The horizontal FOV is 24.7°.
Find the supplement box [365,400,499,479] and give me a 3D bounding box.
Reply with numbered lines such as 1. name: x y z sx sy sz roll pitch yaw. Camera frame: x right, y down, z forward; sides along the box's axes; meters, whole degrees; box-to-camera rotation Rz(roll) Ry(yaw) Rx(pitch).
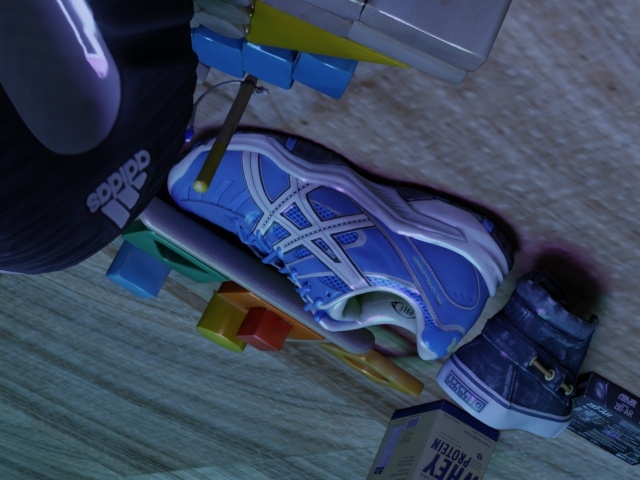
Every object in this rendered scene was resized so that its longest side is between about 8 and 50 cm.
1. supplement box: 0.082 0.177 1.129 0.056 0.083 0.083 31 156 -16

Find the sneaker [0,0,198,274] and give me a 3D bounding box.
1. sneaker: -0.228 -0.187 0.427 0.257 0.169 0.448 5 126 41

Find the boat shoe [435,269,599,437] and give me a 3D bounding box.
1. boat shoe: 0.136 0.068 0.878 0.065 0.083 0.183 43 -169 19

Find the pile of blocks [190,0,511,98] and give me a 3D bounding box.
1. pile of blocks: -0.057 -0.140 0.580 0.362 0.113 0.149 18 169 36

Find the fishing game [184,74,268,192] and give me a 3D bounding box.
1. fishing game: -0.161 -0.102 0.711 0.264 0.189 0.041 23 118 2

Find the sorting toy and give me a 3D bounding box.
1. sorting toy: -0.075 0.032 0.968 0.347 0.047 0.196 33 169 -19

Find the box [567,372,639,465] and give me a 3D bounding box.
1. box: 0.196 0.121 0.981 0.083 0.018 0.067 29 156 -10

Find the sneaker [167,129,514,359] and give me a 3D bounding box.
1. sneaker: 0.000 0.000 0.837 0.211 0.081 0.080 19 158 20
